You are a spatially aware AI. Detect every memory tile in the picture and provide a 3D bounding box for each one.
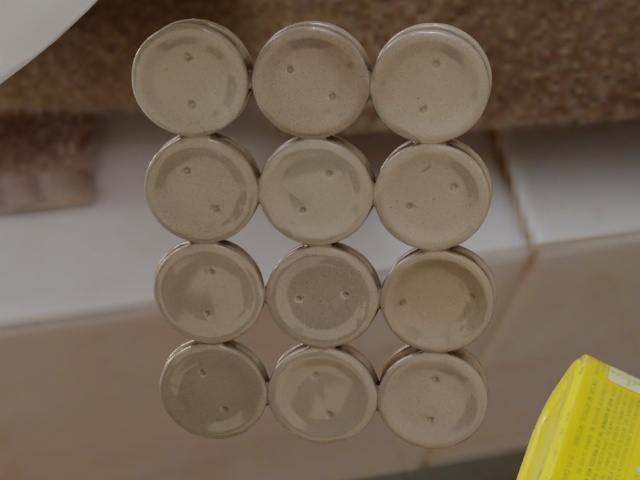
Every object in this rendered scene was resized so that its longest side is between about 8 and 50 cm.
[{"bbox_3d":[0.000,0.000,0.581,0.012,0.113,0.148,-76,-15,-65],"label":"memory tile"}]

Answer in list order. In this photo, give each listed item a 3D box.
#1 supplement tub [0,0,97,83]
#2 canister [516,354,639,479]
[{"bbox_3d":[-0.183,-0.185,0.417,0.316,0.228,0.228,46,-169,-39],"label":"supplement tub"},{"bbox_3d":[0.165,0.133,0.765,0.073,0.170,0.126,114,-179,-51],"label":"canister"}]
